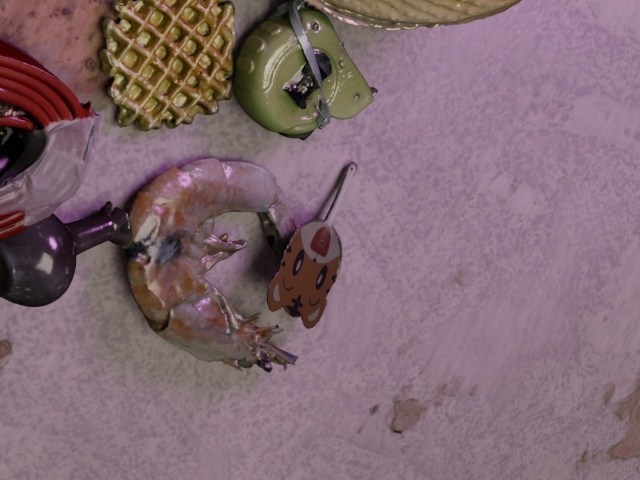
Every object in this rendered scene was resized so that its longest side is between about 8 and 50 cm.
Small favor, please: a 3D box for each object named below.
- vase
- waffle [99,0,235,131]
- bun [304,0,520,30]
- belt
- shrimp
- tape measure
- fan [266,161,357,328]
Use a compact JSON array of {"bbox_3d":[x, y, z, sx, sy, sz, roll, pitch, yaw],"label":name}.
[{"bbox_3d":[-0.299,0.003,1.666,0.183,0.120,0.120,-24,127,-40],"label":"vase"},{"bbox_3d":[-0.175,-0.214,1.682,0.169,0.036,0.183,-12,118,-27],"label":"waffle"},{"bbox_3d":[0.115,-0.410,1.649,0.364,0.202,0.364,-3,147,-2],"label":"bun"},{"bbox_3d":[-0.394,-0.108,1.534,0.323,0.115,0.227,-2,117,-32],"label":"belt"},{"bbox_3d":[-0.112,0.042,1.841,0.247,0.085,0.360,-48,128,-14],"label":"shrimp"},{"bbox_3d":[-0.028,-0.200,1.758,0.154,0.087,0.177,-41,128,-10],"label":"tape measure"},{"bbox_3d":[0.000,0.000,1.892,0.152,0.008,0.227,35,74,-57],"label":"fan"}]
